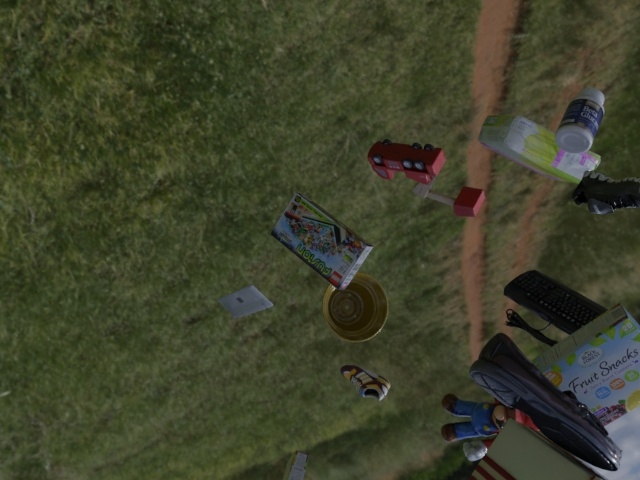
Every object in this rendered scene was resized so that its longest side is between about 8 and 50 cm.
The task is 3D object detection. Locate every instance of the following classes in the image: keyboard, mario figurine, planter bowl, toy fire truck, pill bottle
[{"bbox_3d":[-0.193,0.154,1.566,0.014,0.072,0.256,-44,-171,-29],"label":"keyboard"},{"bbox_3d":[0.447,0.465,1.678,0.170,0.198,0.320,-24,-179,-42],"label":"mario figurine"},{"bbox_3d":[0.096,0.208,1.965,0.217,0.217,0.090,-25,180,-18],"label":"planter bowl"},{"bbox_3d":[0.187,-0.112,1.126,0.047,0.192,0.135,-57,139,-23],"label":"toy fire truck"},{"bbox_3d":[0.605,0.193,1.605,0.201,0.317,0.033,-37,135,-20],"label":"keyboard"},{"bbox_3d":[0.686,-0.318,1.644,0.169,0.094,0.094,-59,173,-25],"label":"pill bottle"}]

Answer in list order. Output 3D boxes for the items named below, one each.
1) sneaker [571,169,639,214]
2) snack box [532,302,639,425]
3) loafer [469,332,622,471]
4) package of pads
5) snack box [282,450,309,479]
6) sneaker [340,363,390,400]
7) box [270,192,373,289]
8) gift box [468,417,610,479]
[{"bbox_3d":[0.693,-0.099,1.485,0.106,0.078,0.234,-47,-152,-7],"label":"sneaker"},{"bbox_3d":[0.553,0.251,1.221,0.207,0.174,0.070,-40,-171,20],"label":"snack box"},{"bbox_3d":[0.398,0.273,1.069,0.095,0.302,0.109,-55,-177,-22],"label":"loafer"},{"bbox_3d":[0.630,-0.263,1.823,0.229,0.296,0.101,-120,-126,-77],"label":"package of pads"},{"bbox_3d":[-0.066,0.565,1.491,0.141,0.037,0.100,110,-2,-61],"label":"snack box"},{"bbox_3d":[0.141,0.485,2.145,0.084,0.185,0.069,-47,144,-45],"label":"sneaker"},{"bbox_3d":[0.000,0.000,1.337,0.114,0.207,0.036,-58,155,12],"label":"box"},{"bbox_3d":[0.417,0.516,1.113,0.255,0.258,0.276,27,93,-40],"label":"gift box"}]
